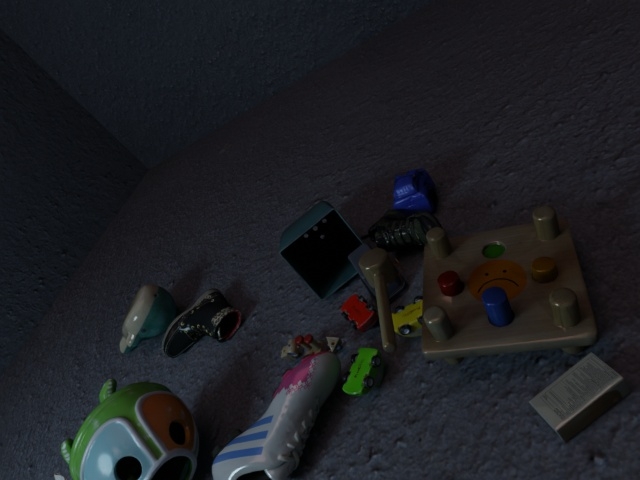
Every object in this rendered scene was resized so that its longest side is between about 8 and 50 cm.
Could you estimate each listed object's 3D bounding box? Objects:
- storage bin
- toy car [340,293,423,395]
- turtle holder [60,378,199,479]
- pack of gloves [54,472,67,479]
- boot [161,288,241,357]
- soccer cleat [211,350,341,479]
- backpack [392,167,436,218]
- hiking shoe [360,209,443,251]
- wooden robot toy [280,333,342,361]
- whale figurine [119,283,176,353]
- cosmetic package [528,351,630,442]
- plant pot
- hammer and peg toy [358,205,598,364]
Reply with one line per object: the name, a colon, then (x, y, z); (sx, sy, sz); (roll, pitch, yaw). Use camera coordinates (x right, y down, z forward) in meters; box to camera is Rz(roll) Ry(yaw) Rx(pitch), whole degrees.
storage bin: (0.125, 0.066, 1.095); (0.098, 0.091, 0.135); (-39, 31, 5)
toy car: (0.110, 0.208, 0.968); (0.239, 0.053, 0.225); (-7, 45, 45)
turtle holder: (-0.399, 0.470, 1.034); (0.228, 0.243, 0.320); (22, 58, 39)
pack of gloves: (-0.499, 0.609, 0.998); (0.195, 0.231, 0.046); (-11, 2, 45)
boot: (-0.335, 0.252, 1.385); (0.236, 0.085, 0.179); (-49, 33, -14)
soccer cleat: (-0.061, 0.362, 0.928); (0.331, 0.116, 0.143); (-47, 43, -1)
backpack: (0.231, -0.125, 1.212); (0.098, 0.101, 0.120); (-13, 37, 29)
hiking shoe: (0.185, -0.008, 1.114); (0.114, 0.086, 0.227); (-36, 18, -17)
wooden robot toy: (-0.028, 0.251, 1.058); (0.173, 0.076, 0.079); (-16, 50, 37)
whale figurine: (-0.566, 0.269, 1.613); (0.272, 0.141, 0.216); (-54, 22, 31)
cosmetic package: (0.358, 0.217, 0.685); (0.115, 0.041, 0.060); (-39, 31, 4)
plant pot: (0.000, 0.000, 1.254); (0.165, 0.165, 0.234); (-39, 20, 5)
hammer and peg toy: (0.247, 0.091, 0.839); (0.362, 0.127, 0.265); (-13, 40, 23)
